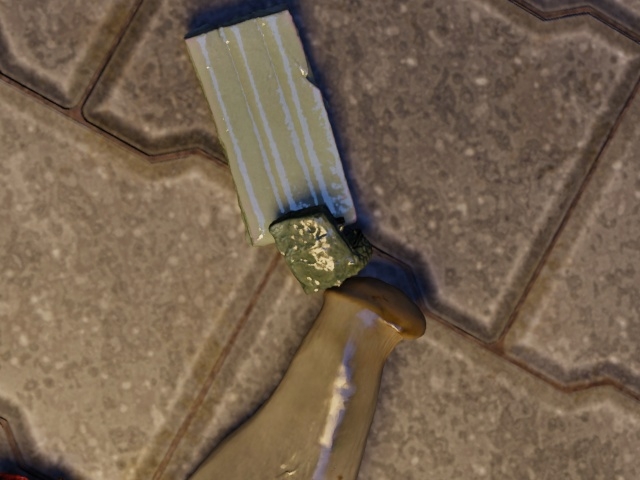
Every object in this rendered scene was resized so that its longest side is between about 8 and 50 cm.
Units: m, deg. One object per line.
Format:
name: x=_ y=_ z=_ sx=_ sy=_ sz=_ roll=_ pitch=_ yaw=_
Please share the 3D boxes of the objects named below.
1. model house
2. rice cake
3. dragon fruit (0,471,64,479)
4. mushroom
model house: x=0.000 y=0.000 z=1.676 sx=0.079 sy=0.066 sz=0.083 roll=-25 pitch=109 yaw=14
rice cake: x=-0.047 y=-0.115 z=1.701 sx=0.127 sy=0.043 sz=0.237 roll=-17 pitch=97 yaw=-8
dragon fruit: x=-0.286 y=0.280 z=1.656 sx=0.106 sy=0.083 sz=0.162 roll=-19 pitch=119 yaw=-17
mushroom: x=-0.017 y=0.182 z=1.673 sx=0.159 sy=0.122 sz=0.328 roll=29 pitch=86 yaw=-17
